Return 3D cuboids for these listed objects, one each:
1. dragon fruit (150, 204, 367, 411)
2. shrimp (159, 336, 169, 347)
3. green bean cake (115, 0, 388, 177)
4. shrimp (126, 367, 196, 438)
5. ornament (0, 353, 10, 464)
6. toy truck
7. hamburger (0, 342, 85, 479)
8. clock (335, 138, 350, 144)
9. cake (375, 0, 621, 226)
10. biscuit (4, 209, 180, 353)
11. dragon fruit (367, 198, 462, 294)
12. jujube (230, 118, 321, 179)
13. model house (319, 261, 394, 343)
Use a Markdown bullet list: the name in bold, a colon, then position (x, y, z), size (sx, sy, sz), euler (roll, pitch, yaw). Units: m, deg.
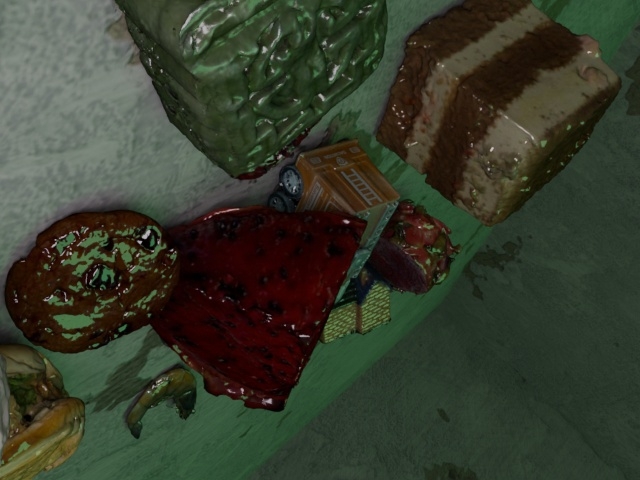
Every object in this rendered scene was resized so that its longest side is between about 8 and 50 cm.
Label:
- **dragon fruit**: position (-0.104, 0.081, 1.030), size (0.329, 0.286, 0.228), euler (93, 15, -56)
- **shrimp**: position (-0.181, 0.091, 1.094), size (0.190, 0.073, 0.075), euler (-48, 168, 18)
- **green bean cake**: position (-0.048, -0.208, 0.669), size (0.241, 0.132, 0.255), euler (-39, 162, -15)
- **shrimp**: position (-0.297, 0.315, 1.348), size (0.150, 0.051, 0.217), euler (-37, 153, -22)
- **ornament**: position (-0.354, 0.137, 0.504), size (0.259, 0.225, 0.259), euler (-44, 163, -17)
- **toy truck**: position (0.000, 0.000, 1.139), size (0.136, 0.162, 0.305), euler (-20, 149, -39)
- **hamburger**: position (-0.384, 0.220, 0.763), size (0.243, 0.146, 0.286), euler (-40, 169, -4)
- **clock**: position (0.027, -0.134, 1.193), size (0.085, 0.017, 0.085), euler (-43, 163, -17)
- **cake**: position (0.287, -0.222, 1.186), size (0.282, 0.290, 0.256), euler (-36, 158, -25)
- **biscuit**: position (-0.245, 0.048, 0.786), size (0.192, 0.049, 0.192), euler (-20, 134, -23)
- **dragon fruit**: position (0.217, 0.011, 1.663), size (0.147, 0.211, 0.282), euler (-47, 157, -24)
- **jujube**: position (-0.060, -0.142, 0.837), size (0.166, 0.104, 0.104), euler (-48, 165, -29)
- **model house**: position (0.049, 0.110, 1.586), size (0.182, 0.166, 0.172), euler (-24, 139, -21)
